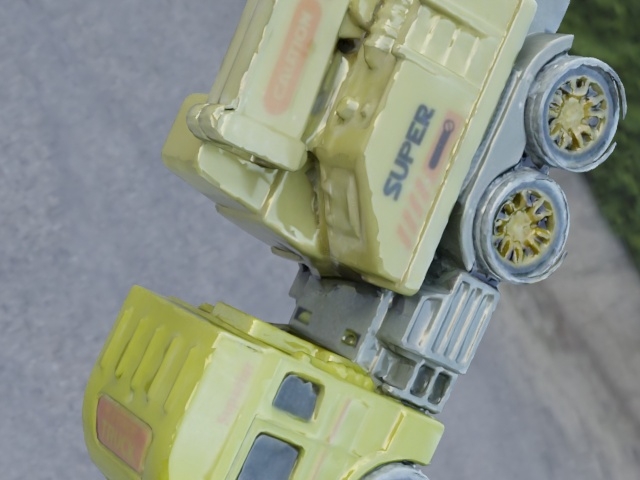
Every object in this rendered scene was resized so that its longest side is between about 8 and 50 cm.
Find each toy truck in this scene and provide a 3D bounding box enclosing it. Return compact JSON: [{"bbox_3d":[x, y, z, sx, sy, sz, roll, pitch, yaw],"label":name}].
[{"bbox_3d":[0.000,0.000,0.577,0.157,0.124,0.272,26,87,-31],"label":"toy truck"}]
